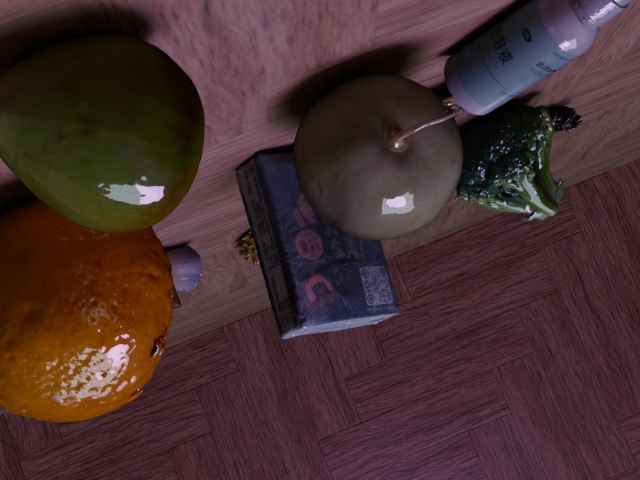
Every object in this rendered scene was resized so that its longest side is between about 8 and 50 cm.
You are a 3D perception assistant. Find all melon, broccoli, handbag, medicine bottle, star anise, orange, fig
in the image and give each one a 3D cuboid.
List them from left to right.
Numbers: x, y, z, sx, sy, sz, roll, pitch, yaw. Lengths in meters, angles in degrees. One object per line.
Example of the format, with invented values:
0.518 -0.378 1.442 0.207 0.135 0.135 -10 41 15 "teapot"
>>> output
-0.382 0.093 1.521 0.293 0.340 0.341 17 149 -32 "orange"
-0.228 -0.122 1.092 0.207 0.207 0.230 -25 136 16 "fig"
-0.328 0.064 2.201 0.173 0.095 0.117 -6 168 -35 "handbag"
0.086 -0.123 1.585 0.272 0.271 0.308 -24 162 8 "melon"
0.400 -0.158 2.188 0.265 0.245 0.294 -43 -169 12 "broccoli"
0.508 -0.264 2.368 0.168 0.057 0.168 -12 170 -2 "star anise"
0.340 -0.310 1.544 0.110 0.110 0.352 -13 167 -46 "medicine bottle"

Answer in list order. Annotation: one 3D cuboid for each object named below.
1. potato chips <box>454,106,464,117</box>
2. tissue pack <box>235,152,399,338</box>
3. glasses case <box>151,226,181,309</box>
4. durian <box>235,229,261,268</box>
0.241 -0.241 1.834 0.228 0.059 0.167 -27 180 3 "potato chips"
0.000 0.000 1.816 0.228 0.315 0.103 -5 164 -40 "tissue pack"
-0.303 0.046 1.883 0.041 0.169 0.064 -24 171 6 "glasses case"
-0.069 0.014 2.385 0.250 0.137 0.183 -20 -179 22 "durian"
